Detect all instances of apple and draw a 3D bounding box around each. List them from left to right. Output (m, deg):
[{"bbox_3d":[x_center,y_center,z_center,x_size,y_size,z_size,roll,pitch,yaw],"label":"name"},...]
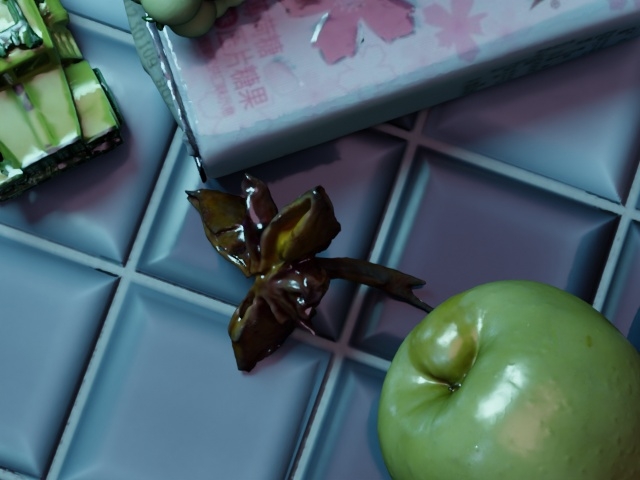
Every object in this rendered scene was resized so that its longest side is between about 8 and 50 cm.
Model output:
[{"bbox_3d":[0.136,0.125,0.947,0.200,0.200,0.200,0,83,-1],"label":"apple"}]

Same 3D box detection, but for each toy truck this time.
[{"bbox_3d":[-0.245,-0.161,0.994,0.128,0.135,0.259,-27,92,-6],"label":"toy truck"}]

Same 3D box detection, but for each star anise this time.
[{"bbox_3d":[0.000,0.009,1.019,0.144,0.158,0.140,-18,93,-37],"label":"star anise"}]

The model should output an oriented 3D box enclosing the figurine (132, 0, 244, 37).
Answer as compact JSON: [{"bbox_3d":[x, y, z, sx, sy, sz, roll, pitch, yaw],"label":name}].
[{"bbox_3d":[-0.050,-0.213,0.908,0.197,0.147,0.093,-38,59,24],"label":"figurine"}]

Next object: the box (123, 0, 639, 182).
[{"bbox_3d":[0.047,-0.186,1.022,0.370,0.112,0.190,-20,83,-4],"label":"box"}]
